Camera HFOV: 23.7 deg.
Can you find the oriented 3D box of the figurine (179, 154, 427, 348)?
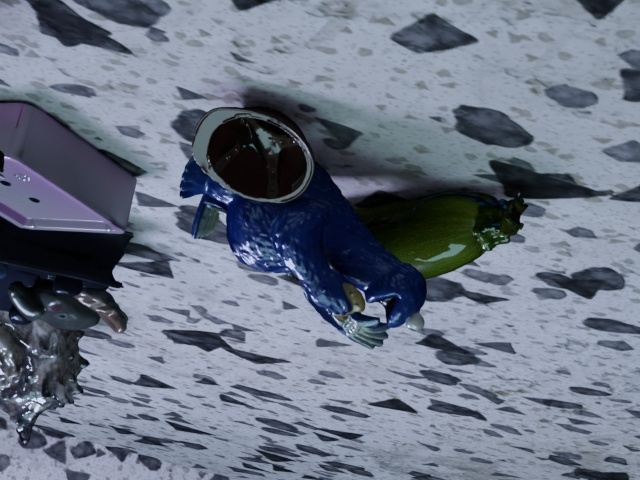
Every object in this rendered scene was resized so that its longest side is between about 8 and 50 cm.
[{"bbox_3d":[-0.005,-0.005,1.419,0.262,0.120,0.164,34,169,4],"label":"figurine"}]

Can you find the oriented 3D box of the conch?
[{"bbox_3d":[-0.471,0.154,2.227,0.313,0.186,0.240,21,145,45],"label":"conch"}]

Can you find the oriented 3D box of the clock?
[{"bbox_3d":[-0.301,-0.072,1.556,0.150,0.063,0.197,2,159,31],"label":"clock"}]

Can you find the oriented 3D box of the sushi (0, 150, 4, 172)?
[{"bbox_3d":[-0.424,-0.104,1.159,0.352,0.294,0.178,18,159,-23],"label":"sushi"}]

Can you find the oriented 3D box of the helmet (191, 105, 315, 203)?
[{"bbox_3d":[-0.054,-0.089,1.344,0.111,0.057,0.089,26,126,-8],"label":"helmet"}]

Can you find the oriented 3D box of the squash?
[{"bbox_3d":[0.074,0.001,1.491,0.087,0.087,0.331,26,157,-37],"label":"squash"}]

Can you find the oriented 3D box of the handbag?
[{"bbox_3d":[-0.369,0.034,1.863,0.269,0.118,0.326,18,164,-20],"label":"handbag"}]
